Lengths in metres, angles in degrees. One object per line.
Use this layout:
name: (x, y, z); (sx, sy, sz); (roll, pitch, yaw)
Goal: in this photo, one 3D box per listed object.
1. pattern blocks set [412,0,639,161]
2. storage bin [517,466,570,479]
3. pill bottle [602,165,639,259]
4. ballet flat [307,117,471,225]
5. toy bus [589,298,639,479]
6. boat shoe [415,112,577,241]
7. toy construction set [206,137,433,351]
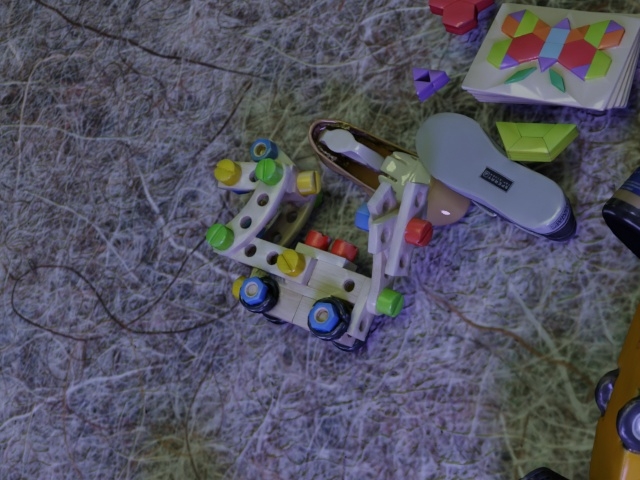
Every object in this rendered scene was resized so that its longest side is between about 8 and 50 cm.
pattern blocks set: (0.260, -0.208, 1.233); (0.325, 0.026, 0.285); (-1, 56, 21)
storage bin: (0.208, 0.287, 1.002); (0.122, 0.180, 0.084); (-45, 53, 7)
pill bottle: (0.389, -0.069, 1.076); (0.219, 0.123, 0.123); (-47, 54, 1)
ballet flat: (0.071, -0.083, 1.311); (0.232, 0.073, 0.080); (28, 85, 36)
toy bus: (0.335, 0.101, 0.973); (0.130, 0.108, 0.333); (18, 98, 0)
boat shoe: (0.192, -0.065, 1.231); (0.078, 0.070, 0.219); (-49, 53, 3)
toy construction set: (0.000, 0.000, 1.283); (0.327, 0.151, 0.215); (15, 80, 46)
